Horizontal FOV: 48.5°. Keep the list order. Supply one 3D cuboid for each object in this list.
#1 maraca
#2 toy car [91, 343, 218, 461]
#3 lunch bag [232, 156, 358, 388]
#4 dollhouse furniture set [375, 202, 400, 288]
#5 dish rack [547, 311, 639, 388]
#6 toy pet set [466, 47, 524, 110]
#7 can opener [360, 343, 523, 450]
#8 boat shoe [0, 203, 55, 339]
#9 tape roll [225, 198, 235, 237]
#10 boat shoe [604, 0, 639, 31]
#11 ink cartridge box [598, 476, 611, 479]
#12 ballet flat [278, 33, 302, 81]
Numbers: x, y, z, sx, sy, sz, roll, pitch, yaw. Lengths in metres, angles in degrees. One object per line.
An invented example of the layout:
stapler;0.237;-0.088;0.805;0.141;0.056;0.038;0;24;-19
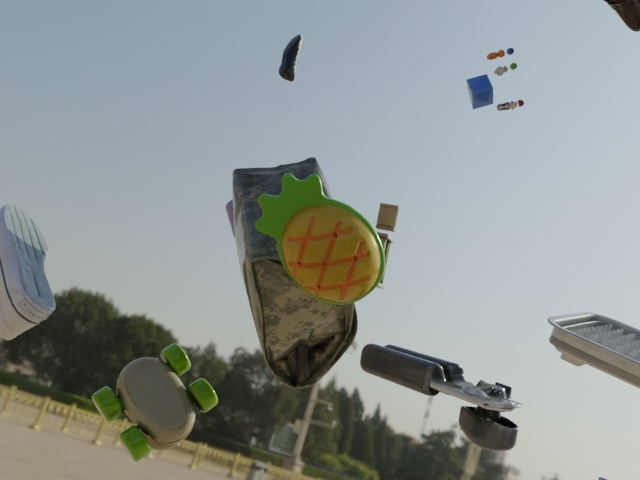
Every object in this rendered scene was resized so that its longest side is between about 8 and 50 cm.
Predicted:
maraca;0.000;0.000;0.898;0.185;0.127;0.099;49;14;-6
toy car;-0.272;0.287;1.177;0.149;0.155;0.188;48;-29;18
lunch bag;-0.040;0.057;1.117;0.169;0.235;0.287;-9;-51;-8
dollhouse furniture set;0.069;-0.003;1.518;0.161;0.182;0.101;10;-5;15
dish rack;0.606;0.231;1.326;0.333;0.072;0.285;26;16;38
toy pet set;0.351;-0.316;1.422;0.114;0.122;0.065;-15;8;3
can opener;0.157;0.214;0.988;0.076;0.095;0.283;8;-1;-33
boat shoe;-0.411;0.035;0.933;0.083;0.076;0.226;48;5;-41
tape roll;-0.132;-0.070;1.737;0.189;0.080;0.189;-15;-8;-2
boat shoe;0.484;-0.405;1.161;0.152;0.049;0.056;57;-29;-2
ink cartridge box;0.378;0.361;0.709;0.206;0.208;0.045;15;-51;6
ballet flat;-0.087;-0.558;2.169;0.057;0.173;0.049;-12;-37;45
